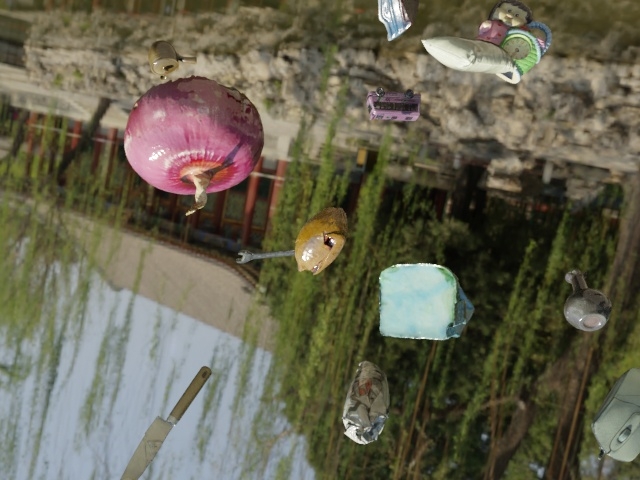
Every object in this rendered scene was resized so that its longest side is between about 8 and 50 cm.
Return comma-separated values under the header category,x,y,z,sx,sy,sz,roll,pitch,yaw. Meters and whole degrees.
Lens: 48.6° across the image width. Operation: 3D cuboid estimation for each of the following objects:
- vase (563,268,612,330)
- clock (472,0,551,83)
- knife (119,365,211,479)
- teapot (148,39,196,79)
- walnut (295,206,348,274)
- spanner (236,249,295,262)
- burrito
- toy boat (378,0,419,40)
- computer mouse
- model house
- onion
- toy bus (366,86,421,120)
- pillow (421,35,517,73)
category,x,y,z,sx,sy,sz,roll,pitch,yaw
vase,0.698,0.150,1.881,0.120,0.120,0.183,10,-138,-7
clock,0.516,-0.544,1.918,0.194,0.195,0.100,35,170,15
knife,-0.314,0.371,1.425,0.047,0.298,0.017,44,149,-19
teapot,-0.347,-0.422,1.666,0.110,0.080,0.085,-10,160,-17
walnut,0.000,0.000,2.124,0.137,0.245,0.137,27,-150,-17
spanner,-0.142,0.043,2.260,0.254,0.054,0.015,-5,-138,-9
burrito,0.109,0.367,1.606,0.101,0.139,0.445,4,179,7
toy boat,0.191,-0.713,1.965,0.142,0.309,0.129,11,-154,41
computer mouse,0.628,0.350,1.437,0.113,0.229,0.068,41,153,-1
model house,0.349,0.183,2.189,0.261,0.226,0.241,-1,178,36
onion,-0.322,-0.238,1.840,0.358,0.345,0.358,-3,-178,0
toy bus,0.246,-0.454,2.391,0.178,0.098,0.087,3,173,-5
pillow,0.361,-0.447,1.708,0.144,0.078,0.254,26,-156,32
